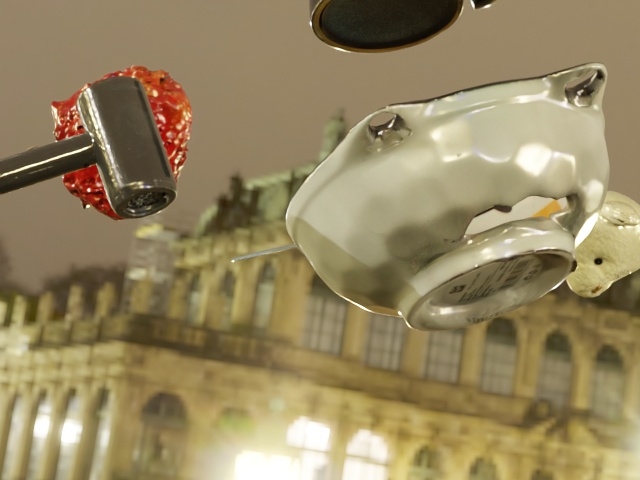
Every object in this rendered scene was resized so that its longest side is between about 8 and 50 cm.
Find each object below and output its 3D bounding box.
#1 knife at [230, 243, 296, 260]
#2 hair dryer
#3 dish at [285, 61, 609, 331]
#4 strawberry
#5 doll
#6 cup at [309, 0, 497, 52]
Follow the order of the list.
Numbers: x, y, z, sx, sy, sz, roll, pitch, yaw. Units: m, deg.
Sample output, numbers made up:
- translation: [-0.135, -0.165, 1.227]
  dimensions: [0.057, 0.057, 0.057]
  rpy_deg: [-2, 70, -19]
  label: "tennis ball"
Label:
- translation: [0.000, 0.000, 1.971]
  dimensions: [0.313, 0.019, 0.044]
  rpy_deg: [-14, 4, 40]
  label: "knife"
- translation: [-0.270, -0.056, 1.445]
  dimensions: [0.255, 0.128, 0.070]
  rpy_deg: [-21, -21, -7]
  label: "hair dryer"
- translation: [0.119, -0.011, 1.216]
  dimensions: [0.303, 0.120, 0.303]
  rpy_deg: [-17, -21, -7]
  label: "dish"
- translation: [-0.239, -0.133, 1.908]
  dimensions: [0.201, 0.184, 0.187]
  rpy_deg: [-34, 5, 30]
  label: "strawberry"
- translation: [0.327, -0.007, 2.137]
  dimensions: [0.278, 0.149, 0.175]
  rpy_deg: [13, -6, 30]
  label: "doll"
- translation: [0.079, -0.311, 1.680]
  dimensions: [0.166, 0.177, 0.239]
  rpy_deg: [-20, -25, 27]
  label: "cup"
